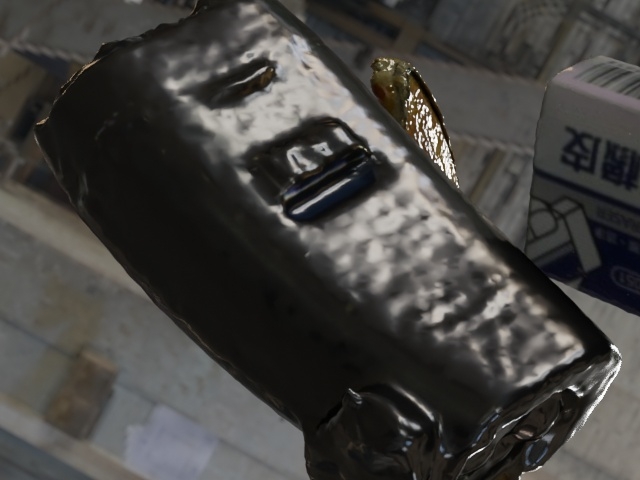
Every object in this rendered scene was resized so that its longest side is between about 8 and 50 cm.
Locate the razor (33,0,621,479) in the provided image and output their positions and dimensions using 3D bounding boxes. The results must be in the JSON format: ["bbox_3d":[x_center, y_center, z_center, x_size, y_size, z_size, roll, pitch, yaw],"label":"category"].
[{"bbox_3d":[0.000,0.004,0.843,0.189,0.327,0.107,-29,153,-31],"label":"razor"}]

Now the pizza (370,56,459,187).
[{"bbox_3d":[0.059,-0.010,1.029,0.185,0.036,0.176,57,40,-51],"label":"pizza"}]

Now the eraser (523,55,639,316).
[{"bbox_3d":[0.215,-0.010,0.817,0.068,0.210,0.124,-25,129,-42],"label":"eraser"}]
